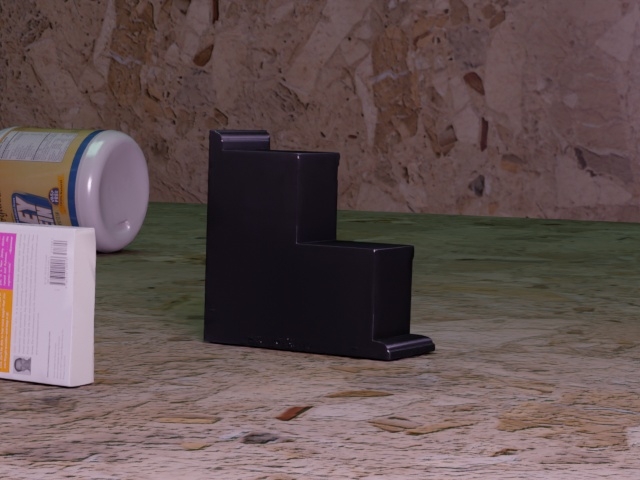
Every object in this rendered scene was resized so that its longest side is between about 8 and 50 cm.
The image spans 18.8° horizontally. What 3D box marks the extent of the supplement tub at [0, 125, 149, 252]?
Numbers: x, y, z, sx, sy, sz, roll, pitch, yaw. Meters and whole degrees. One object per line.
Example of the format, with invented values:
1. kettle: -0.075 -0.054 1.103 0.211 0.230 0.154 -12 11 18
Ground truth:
1. supplement tub: -0.318 -0.061 2.274 0.200 0.144 0.144 3 4 24

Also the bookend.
1. bookend: 0.000 0.000 1.393 0.156 0.157 0.072 3 4 30

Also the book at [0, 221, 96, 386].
1. book: -0.203 0.036 1.203 0.144 0.096 0.035 5 4 34
